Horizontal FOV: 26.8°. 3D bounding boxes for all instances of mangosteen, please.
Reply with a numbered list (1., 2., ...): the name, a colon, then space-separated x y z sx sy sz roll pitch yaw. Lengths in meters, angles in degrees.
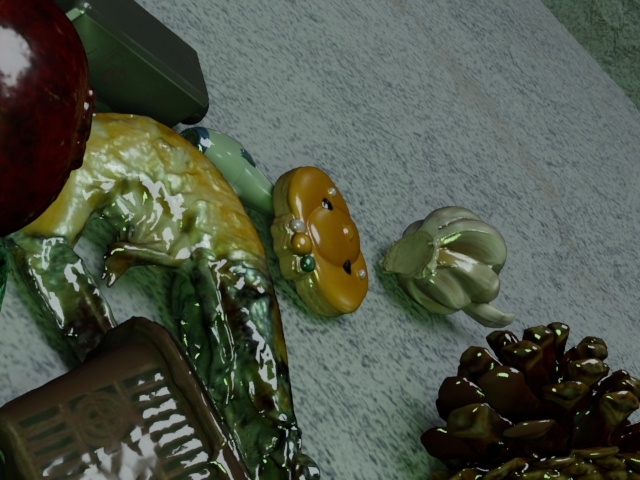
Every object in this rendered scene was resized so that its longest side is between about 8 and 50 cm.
1. mangosteen: -0.300 -0.111 1.009 0.258 0.215 0.215 15 37 -9

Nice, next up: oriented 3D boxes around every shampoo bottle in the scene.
1. shampoo bottle: -0.192 -0.180 1.328 0.246 0.080 0.079 35 33 -54

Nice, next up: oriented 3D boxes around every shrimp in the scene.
1. shrimp: -0.129 0.070 1.165 0.272 0.085 0.445 0 59 -47

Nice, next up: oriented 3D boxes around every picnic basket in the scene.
1. picnic basket: -0.134 0.216 0.883 0.129 0.222 0.297 -15 68 -37

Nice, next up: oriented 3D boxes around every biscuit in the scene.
1. biscuit: 0.004 -0.001 1.434 0.170 0.050 0.170 47 32 -42

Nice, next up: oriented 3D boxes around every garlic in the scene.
1. garlic: 0.175 0.040 1.606 0.194 0.131 0.127 37 60 -24

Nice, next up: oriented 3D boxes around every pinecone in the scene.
1. pinecone: 0.227 0.205 1.381 0.264 0.264 0.264 37 31 -27

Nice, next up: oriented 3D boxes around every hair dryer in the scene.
1. hair dryer: -0.075 -0.013 1.388 0.167 0.067 0.199 17 54 -56

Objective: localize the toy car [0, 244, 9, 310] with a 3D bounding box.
1. toy car: -0.303 0.094 0.816 0.125 0.136 0.306 25 31 10
